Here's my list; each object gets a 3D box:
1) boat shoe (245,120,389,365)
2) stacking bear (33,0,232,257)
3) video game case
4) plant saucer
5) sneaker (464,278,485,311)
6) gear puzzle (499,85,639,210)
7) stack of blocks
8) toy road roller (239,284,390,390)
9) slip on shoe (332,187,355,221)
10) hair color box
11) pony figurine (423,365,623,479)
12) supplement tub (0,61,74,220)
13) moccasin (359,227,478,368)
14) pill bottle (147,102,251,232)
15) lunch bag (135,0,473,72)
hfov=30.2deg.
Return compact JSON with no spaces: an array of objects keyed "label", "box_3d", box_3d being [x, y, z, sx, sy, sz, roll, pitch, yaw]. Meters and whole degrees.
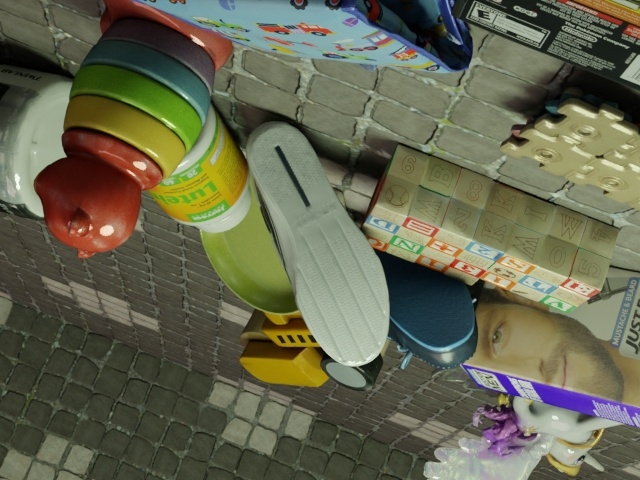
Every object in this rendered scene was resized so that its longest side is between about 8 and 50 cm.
[{"label":"boat shoe","box_3d":[0.000,0.000,1.557,0.121,0.335,0.119,-21,-179,-3]},{"label":"stacking bear","box_3d":[-0.222,-0.123,1.320,0.164,0.289,0.175,22,163,-4]},{"label":"video game case","box_3d":[0.260,-0.199,0.955,0.274,0.035,0.248,22,164,1]},{"label":"plant saucer","box_3d":[-0.080,-0.006,1.760,0.241,0.037,0.241,19,124,32]},{"label":"sneaker","box_3d":[0.253,0.116,1.854,0.227,0.087,0.130,19,158,-11]},{"label":"gear puzzle","box_3d":[0.368,-0.072,1.220,0.338,0.044,0.175,22,162,-12]},{"label":"stack of blocks","box_3d":[0.207,-0.007,1.523,0.297,0.087,0.171,21,163,0]},{"label":"toy road roller","box_3d":[-0.025,0.098,1.960,0.329,0.203,0.240,-5,138,46]},{"label":"slip on shoe","box_3d":[0.020,-0.034,1.742,0.051,0.041,0.135,17,163,12]},{"label":"hair color box","box_3d":[0.378,0.136,1.597,0.338,0.185,0.110,11,161,29]},{"label":"pony figurine","box_3d":[0.375,0.310,2.079,0.350,0.303,0.363,12,148,-1]},{"label":"supplement tub","box_3d":[-0.504,-0.160,1.693,0.337,0.207,0.207,14,162,22]},{"label":"moccasin","box_3d":[0.132,0.089,1.671,0.342,0.137,0.117,-124,19,-58]},{"label":"pill bottle","box_3d":[-0.174,-0.102,1.598,0.136,0.136,0.246,15,162,19]},{"label":"lunch bag","box_3d":[0.001,-0.216,1.086,0.220,0.138,0.293,9,169,26]}]
